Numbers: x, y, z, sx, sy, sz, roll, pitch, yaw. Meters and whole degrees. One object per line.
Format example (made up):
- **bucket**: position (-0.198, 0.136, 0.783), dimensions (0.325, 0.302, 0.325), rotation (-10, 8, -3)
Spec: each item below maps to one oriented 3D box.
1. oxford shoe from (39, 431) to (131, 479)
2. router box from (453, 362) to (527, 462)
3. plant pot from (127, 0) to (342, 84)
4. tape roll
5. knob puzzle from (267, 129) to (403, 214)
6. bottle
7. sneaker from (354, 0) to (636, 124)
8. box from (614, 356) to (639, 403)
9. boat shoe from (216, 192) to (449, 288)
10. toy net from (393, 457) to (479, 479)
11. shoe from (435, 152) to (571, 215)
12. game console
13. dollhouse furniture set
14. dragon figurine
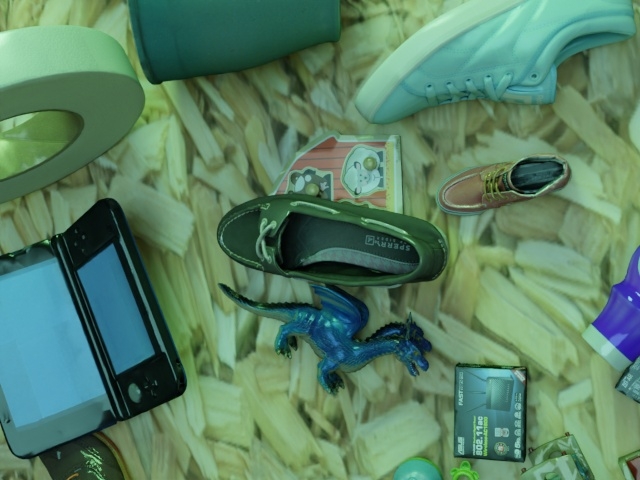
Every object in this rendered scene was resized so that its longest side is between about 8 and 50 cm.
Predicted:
- **oxford shoe**: position (-0.328, 0.353, 1.305), dimensions (0.271, 0.098, 0.097), rotation (43, 100, 12)
- **router box**: position (0.220, 0.222, 1.186), dimensions (0.092, 0.038, 0.123), rotation (0, 89, 16)
- **plant pot**: position (-0.101, -0.344, 1.186), dimensions (0.255, 0.271, 0.272), rotation (-2, 88, 0)
- **tape roll**: position (-0.420, -0.144, 1.191), dimensions (0.392, 0.392, 0.072), rotation (-28, 82, 13)
- **knob puzzle**: position (0.016, -0.056, 1.253), dimensions (0.213, 0.030, 0.213), rotation (0, 90, 16)
- **bottle**: position (0.435, 0.036, 1.094), dimensions (0.283, 0.092, 0.118), rotation (-47, 44, 11)
- **sneaker**: position (0.221, -0.221, 1.146), dimensions (0.365, 0.135, 0.150), rotation (-30, 78, 14)
- **box**: position (0.419, 0.168, 1.142), dimensions (0.067, 0.018, 0.083), rotation (31, 97, 14)
- **boat shoe**: position (0.000, 0.000, 1.196), dimensions (0.335, 0.095, 0.112), rotation (6, 99, 22)
- **toy net**: position (0.162, 0.404, 1.199), dimensions (0.122, 0.045, 0.232), rotation (-7, 89, 13)
- **shoe**: position (0.230, -0.074, 1.167), dimensions (0.177, 0.081, 0.064), rotation (-12, 86, 15)
- **game console**: position (-0.353, 0.125, 1.270), dimensions (0.250, 0.173, 0.293), rotation (-30, 80, 48)
- **dollhouse furniture set**: position (0.355, 0.288, 1.100), dimensions (0.183, 0.129, 0.129), rotation (-28, 82, 14)
- **dragon figurine**: position (0.012, 0.105, 1.222), dimensions (0.289, 0.085, 0.144), rotation (38, 99, 12)
